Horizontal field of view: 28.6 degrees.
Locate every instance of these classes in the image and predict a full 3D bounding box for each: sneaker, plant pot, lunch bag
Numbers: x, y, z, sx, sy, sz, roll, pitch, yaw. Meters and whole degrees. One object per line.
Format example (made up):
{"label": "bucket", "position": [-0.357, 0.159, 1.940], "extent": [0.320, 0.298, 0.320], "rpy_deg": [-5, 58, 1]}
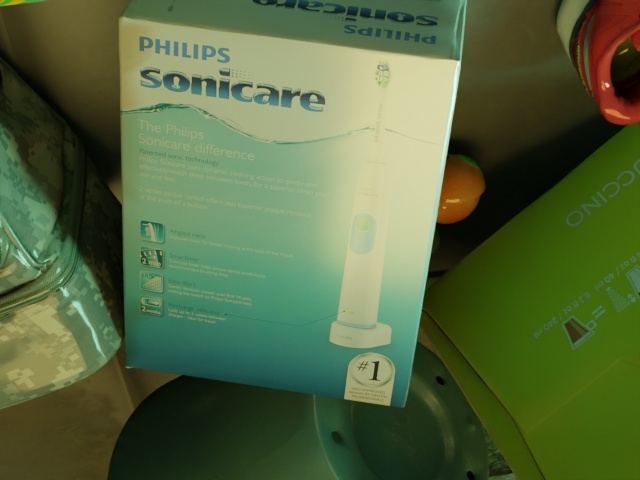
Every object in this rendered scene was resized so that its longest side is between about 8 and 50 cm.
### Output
{"label": "sneaker", "position": [0.247, -0.188, 0.859], "extent": [0.107, 0.118, 0.279], "rpy_deg": [-4, 145, -8]}
{"label": "plant pot", "position": [0.002, 0.203, 1.078], "extent": [0.293, 0.293, 0.235], "rpy_deg": [18, 142, -33]}
{"label": "lunch bag", "position": [-0.324, -0.005, 0.927], "extent": [0.305, 0.213, 0.256], "rpy_deg": [-18, 127, 11]}

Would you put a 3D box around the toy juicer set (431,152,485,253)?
{"label": "toy juicer set", "position": [0.000, 0.000, 1.114], "extent": [0.329, 0.089, 0.209], "rpy_deg": [-39, 154, 31]}

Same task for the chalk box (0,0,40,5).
{"label": "chalk box", "position": [-0.242, -0.231, 0.637], "extent": [0.288, 0.180, 0.179], "rpy_deg": [-7, 145, -1]}

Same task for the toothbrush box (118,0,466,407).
{"label": "toothbrush box", "position": [-0.023, -0.041, 0.889], "extent": [0.216, 0.126, 0.296], "rpy_deg": [7, 127, 4]}

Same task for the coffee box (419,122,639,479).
{"label": "coffee box", "position": [0.341, 0.126, 1.040], "extent": [0.337, 0.338, 0.334], "rpy_deg": [-40, 132, 9]}
